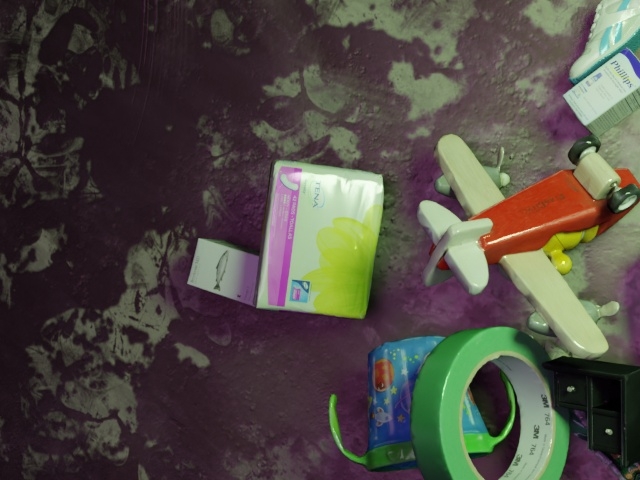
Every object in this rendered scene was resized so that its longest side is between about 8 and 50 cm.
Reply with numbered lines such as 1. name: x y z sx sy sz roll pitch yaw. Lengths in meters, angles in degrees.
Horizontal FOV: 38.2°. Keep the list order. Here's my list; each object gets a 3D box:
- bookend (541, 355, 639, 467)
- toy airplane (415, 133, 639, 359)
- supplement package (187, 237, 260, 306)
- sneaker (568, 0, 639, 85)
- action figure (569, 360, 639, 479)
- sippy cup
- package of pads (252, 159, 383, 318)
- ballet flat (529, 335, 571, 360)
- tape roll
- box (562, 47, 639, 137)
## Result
1. bookend: 0.467 0.288 1.583 0.157 0.072 0.156 4 99 45
2. toy airplane: 0.345 0.002 1.622 0.384 0.272 0.386 15 60 12
3. supplement package: -0.169 0.068 1.939 0.179 0.105 0.105 15 94 24
4. sneaker: 0.525 -0.375 1.668 0.228 0.087 0.092 -47 63 8
5. action figure: 0.514 0.347 1.639 0.137 0.063 0.232 -49 66 27
6. sippy cup: 0.184 0.300 1.716 0.240 0.305 0.224 -35 57 55
7. package of pads: 0.000 0.000 1.821 0.229 0.101 0.296 7 90 -9
8. ballet flat: 0.399 0.204 1.706 0.168 0.057 0.052 9 81 24
9. tape roll: 0.294 0.309 1.579 0.077 0.321 0.321 -12 81 52
10. box: 0.514 -0.259 1.638 0.137 0.126 0.072 -37 72 18
